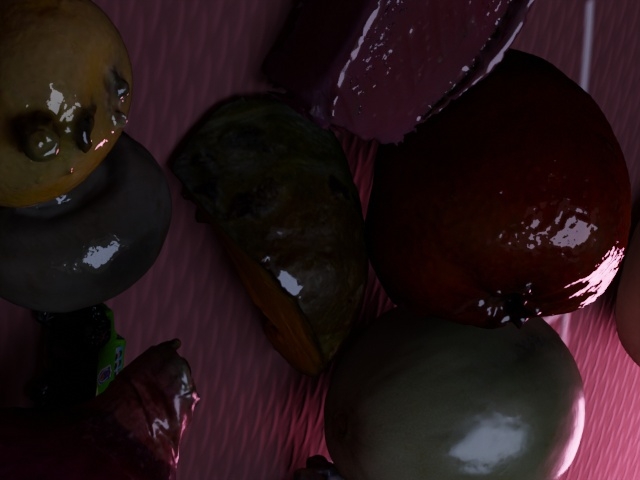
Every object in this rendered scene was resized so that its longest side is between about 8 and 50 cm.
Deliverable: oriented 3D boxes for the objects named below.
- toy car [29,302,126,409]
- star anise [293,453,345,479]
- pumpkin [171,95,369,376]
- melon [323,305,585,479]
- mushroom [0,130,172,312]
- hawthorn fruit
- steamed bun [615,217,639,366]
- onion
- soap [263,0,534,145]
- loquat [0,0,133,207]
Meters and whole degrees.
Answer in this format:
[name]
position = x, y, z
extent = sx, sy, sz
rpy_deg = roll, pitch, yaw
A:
[toy car]
position = -0.214, 0.117, 1.420
extent = 0.062, 0.071, 0.165
rpy_deg = -31, 136, -51
[star anise]
position = 0.007, 0.325, 1.771
extent = 0.229, 0.093, 0.236
rpy_deg = -27, 134, -33
[pumpkin]
position = 0.000, 0.000, 1.511
extent = 0.169, 0.148, 0.312
rpy_deg = -41, 143, -14
[melon]
position = 0.148, 0.181, 1.700
extent = 0.308, 0.271, 0.272
rpy_deg = -37, 139, -44
[mushroom]
position = -0.197, -0.010, 1.329
extent = 0.188, 0.117, 0.141
rpy_deg = -40, 150, -28
[hawthorn fruit]
position = 0.180, -0.065, 1.583
extent = 0.265, 0.265, 0.307
rpy_deg = 45, 36, -51
[steamed bun]
position = 0.555, 0.066, 2.075
extent = 0.334, 0.233, 0.312
rpy_deg = -17, 125, -38
[onion]
position = -0.216, 0.247, 1.294
extent = 0.385, 0.347, 0.348
rpy_deg = -55, 141, -9
[soap]
position = 0.075, -0.210, 1.469
extent = 0.289, 0.112, 0.182
rpy_deg = -39, 133, -16
[loquat]
position = -0.217, -0.105, 1.172
extent = 0.172, 0.204, 0.149
rpy_deg = -47, 123, 4
